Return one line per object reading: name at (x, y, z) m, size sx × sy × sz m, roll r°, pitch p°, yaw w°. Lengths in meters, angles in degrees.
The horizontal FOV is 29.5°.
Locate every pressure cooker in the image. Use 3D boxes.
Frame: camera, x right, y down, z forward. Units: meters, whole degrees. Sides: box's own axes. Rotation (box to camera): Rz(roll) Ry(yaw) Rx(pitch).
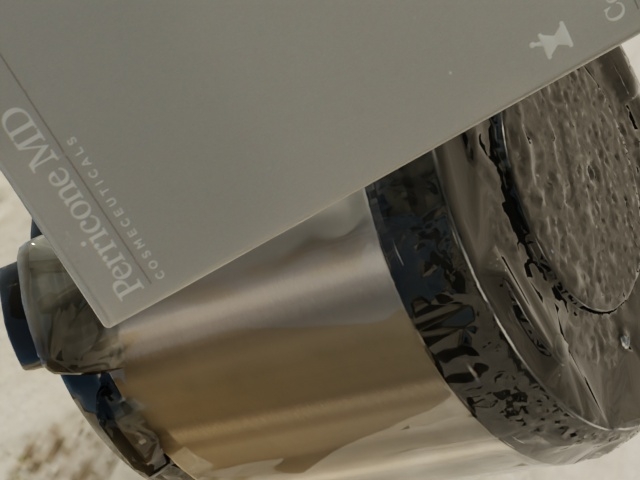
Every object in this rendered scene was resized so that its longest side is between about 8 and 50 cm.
pressure cooker at (0.000, 0.006, 0.874) m, size 0.420 × 0.370 × 0.376 m, roll -18°, pitch 41°, yaw 37°

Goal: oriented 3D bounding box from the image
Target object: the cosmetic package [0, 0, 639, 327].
cosmetic package at (-0.001, -0.091, 0.394) m, size 0.238 × 0.127 × 0.107 m, roll -32°, pitch 22°, yaw 1°
